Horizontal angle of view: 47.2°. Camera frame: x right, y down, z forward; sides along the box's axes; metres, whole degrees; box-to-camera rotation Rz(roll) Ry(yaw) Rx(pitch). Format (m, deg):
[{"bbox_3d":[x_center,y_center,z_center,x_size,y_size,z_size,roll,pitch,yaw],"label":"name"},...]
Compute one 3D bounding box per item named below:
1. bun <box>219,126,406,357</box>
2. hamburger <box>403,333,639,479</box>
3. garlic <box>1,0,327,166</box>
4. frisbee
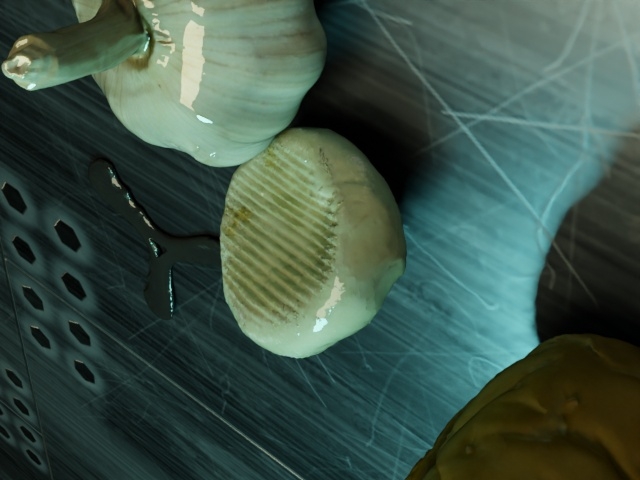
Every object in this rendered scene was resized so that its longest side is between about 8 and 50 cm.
[{"bbox_3d":[0.000,0.000,0.572,0.183,0.102,0.183,-5,84,50],"label":"bun"},{"bbox_3d":[0.183,0.223,0.450,0.318,0.318,0.158,42,144,6],"label":"hamburger"},{"bbox_3d":[-0.113,-0.124,0.468,0.199,0.226,0.199,16,123,26],"label":"garlic"},{"bbox_3d":[-0.167,0.005,0.793,0.187,0.012,0.211,2,122,40],"label":"frisbee"}]
